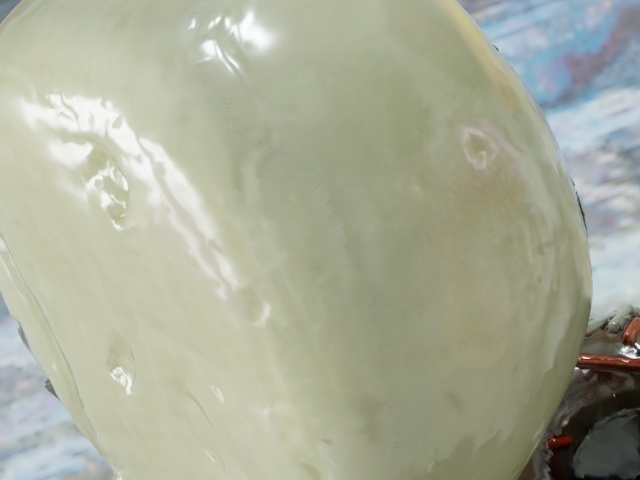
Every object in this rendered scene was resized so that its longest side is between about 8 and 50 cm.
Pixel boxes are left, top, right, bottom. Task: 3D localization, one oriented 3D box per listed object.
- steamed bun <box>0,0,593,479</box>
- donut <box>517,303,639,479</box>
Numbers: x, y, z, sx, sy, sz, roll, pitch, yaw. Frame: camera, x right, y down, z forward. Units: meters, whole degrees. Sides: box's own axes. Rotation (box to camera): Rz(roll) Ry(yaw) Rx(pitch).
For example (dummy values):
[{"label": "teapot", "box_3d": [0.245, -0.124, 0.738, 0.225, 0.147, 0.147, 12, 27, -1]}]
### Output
[{"label": "steamed bun", "box_3d": [0.000, 0.000, 0.873, 0.233, 0.334, 0.312, -32, 27, -29]}, {"label": "donut", "box_3d": [0.187, 0.134, 0.975, 0.269, 0.103, 0.270, -10, 32, 7]}]
